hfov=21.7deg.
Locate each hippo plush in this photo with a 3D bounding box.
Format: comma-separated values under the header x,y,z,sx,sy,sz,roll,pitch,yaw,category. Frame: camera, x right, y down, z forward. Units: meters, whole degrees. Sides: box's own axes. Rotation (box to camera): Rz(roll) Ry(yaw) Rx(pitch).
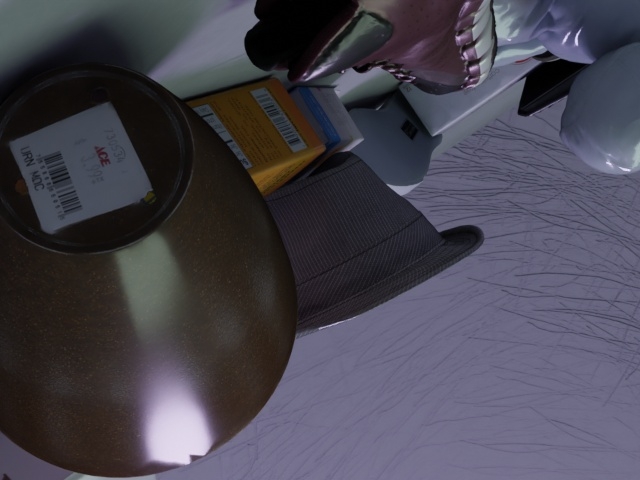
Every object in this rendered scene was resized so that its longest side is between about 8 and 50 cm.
x,y,z,sx,sy,sz,roll,pitch,yaw,category
0.231,-0.162,1.408,0.294,0.236,0.234,-31,176,-40,hippo plush

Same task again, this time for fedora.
x,y,z,sx,sy,sz,roll,pitch,yaw,category
0.000,0.000,1.463,0.243,0.124,0.275,-28,-177,-24,fedora

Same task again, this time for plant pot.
x,y,z,sx,sy,sz,roll,pitch,yaw,category
-0.119,0.002,0.937,0.215,0.215,0.230,-33,163,-13,plant pot

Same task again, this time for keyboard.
x,y,z,sx,sy,sz,roll,pitch,yaw,category
0.332,-0.259,1.975,0.201,0.033,0.317,-34,-162,30,keyboard

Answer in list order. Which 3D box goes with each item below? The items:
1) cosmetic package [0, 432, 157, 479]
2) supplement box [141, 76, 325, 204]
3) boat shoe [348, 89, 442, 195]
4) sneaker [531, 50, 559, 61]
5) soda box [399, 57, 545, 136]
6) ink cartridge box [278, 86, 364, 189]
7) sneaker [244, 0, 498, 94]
x,y,z,sx,sy,sz,roll,pitch,yaw,category
-0.255,0.282,1.506,0.161,0.230,0.453,-33,143,-25,cosmetic package
-0.086,-0.060,1.244,0.078,0.080,0.233,-37,174,26,supplement box
0.053,-0.092,1.883,0.105,0.113,0.306,-43,-174,21,boat shoe
0.254,-0.258,1.758,0.118,0.083,0.222,-25,163,-39,sneaker
0.201,-0.209,1.917,0.216,0.074,0.069,-34,177,17,soda box
-0.025,-0.090,1.551,0.104,0.061,0.181,-33,177,14,ink cartridge box
0.026,-0.142,1.058,0.162,0.106,0.281,-28,166,-7,sneaker
